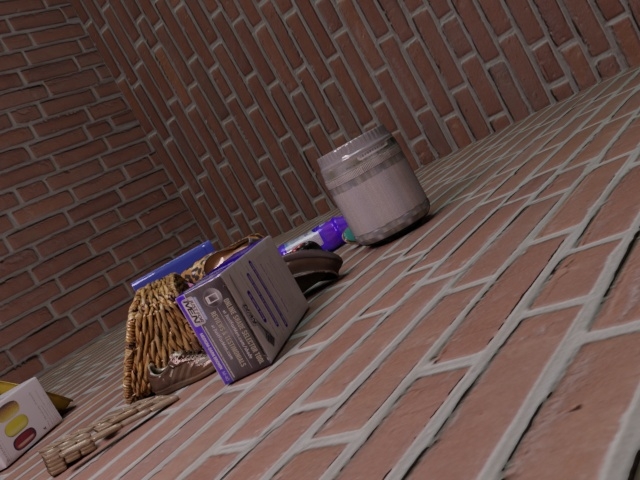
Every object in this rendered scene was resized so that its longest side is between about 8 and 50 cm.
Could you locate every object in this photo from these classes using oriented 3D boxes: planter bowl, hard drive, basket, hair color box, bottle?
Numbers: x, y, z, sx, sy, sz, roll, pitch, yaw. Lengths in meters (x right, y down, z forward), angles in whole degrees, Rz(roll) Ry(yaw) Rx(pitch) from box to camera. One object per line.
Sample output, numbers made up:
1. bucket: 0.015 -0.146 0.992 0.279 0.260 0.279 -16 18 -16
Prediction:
1. planter bowl: -0.794 0.451 1.952 0.217 0.217 0.090 -20 51 57
2. hard drive: -0.493 0.167 2.611 0.319 0.210 0.040 -30 6 -9
3. basket: -0.383 0.212 1.658 0.223 0.213 0.299 -29 5 -4
4. hair color box: -0.139 0.123 1.409 0.110 0.185 0.339 -28 5 14
5. bottle: 0.000 0.000 2.269 0.283 0.092 0.118 -29 5 3

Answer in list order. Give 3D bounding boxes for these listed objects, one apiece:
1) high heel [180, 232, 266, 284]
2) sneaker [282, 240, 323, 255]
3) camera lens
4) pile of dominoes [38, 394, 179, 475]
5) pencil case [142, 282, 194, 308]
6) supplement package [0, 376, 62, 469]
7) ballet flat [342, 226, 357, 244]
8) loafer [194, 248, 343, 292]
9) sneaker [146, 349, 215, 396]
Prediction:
1. high heel: -0.238 0.042 1.731 0.261 0.093 0.186 -13 -19 6
2. sneaker: -0.110 0.105 1.876 0.276 0.097 0.135 -37 2 -34
3. camera lens: 0.141 -0.138 1.881 0.219 0.274 0.219 -28 6 3
4. pile of dominoes: -0.409 0.372 1.391 0.251 0.040 0.196 -23 1 -30
5. pencil case: -0.351 0.173 2.124 0.386 0.167 0.160 -29 22 7
6. supplement package: -0.775 0.462 1.752 0.134 0.139 0.244 -28 7 16
7. ballet flat: 0.137 -0.030 2.094 0.206 0.073 0.067 -29 -22 -32
8. loafer: -0.116 0.123 1.712 0.366 0.130 0.134 -16 -18 1
9. sneaker: -0.274 0.254 1.472 0.188 0.071 0.066 -28 6 11
